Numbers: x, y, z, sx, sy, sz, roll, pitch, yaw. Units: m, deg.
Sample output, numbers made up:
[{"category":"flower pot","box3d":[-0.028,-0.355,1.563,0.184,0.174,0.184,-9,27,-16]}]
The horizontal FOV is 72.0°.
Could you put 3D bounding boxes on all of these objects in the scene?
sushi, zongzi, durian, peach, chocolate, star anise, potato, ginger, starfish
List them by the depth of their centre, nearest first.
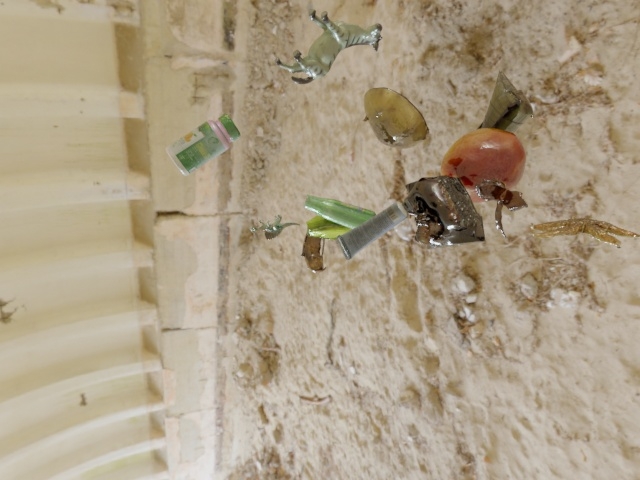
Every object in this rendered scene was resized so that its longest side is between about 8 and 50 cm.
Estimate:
[{"category":"star anise","box3d":[0.481,-0.095,1.214,0.141,0.158,0.144,33,120,17]},{"category":"sushi","box3d":[0.385,-0.093,1.437,0.216,0.213,0.226,-10,84,39]},{"category":"starfish","box3d":[0.883,-0.040,1.474,0.303,0.299,0.060,19,115,52]},{"category":"potato","box3d":[0.260,-0.430,1.648,0.239,0.299,0.115,20,74,49]},{"category":"peach","box3d":[0.623,-0.286,1.711,0.308,0.333,0.307,34,140,35]},{"category":"chocolate","box3d":[0.075,-0.115,1.782,0.110,0.292,0.110,-161,90,-81]},{"category":"durian","box3d":[0.060,-0.066,1.907,0.139,0.251,0.101,115,145,-60]},{"category":"zongzi","box3d":[0.772,-0.571,1.948,0.286,0.139,0.299,-54,38,45]},{"category":"ginger","box3d":[-0.014,0.002,2.084,0.107,0.133,0.308,41,-122,-69]}]

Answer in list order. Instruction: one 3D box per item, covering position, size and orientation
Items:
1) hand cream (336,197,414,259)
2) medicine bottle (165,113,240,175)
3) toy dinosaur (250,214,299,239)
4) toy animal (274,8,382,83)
[{"category":"hand cream","box3d":[0.159,-0.041,1.306,0.256,0.055,0.088,-34,68,21]},{"category":"medicine bottle","box3d":[-0.449,-0.377,1.712,0.133,0.274,0.133,55,173,10]},{"category":"toy dinosaur","box3d":[-0.173,-0.045,1.675,0.044,0.187,0.106,45,108,38]},{"category":"toy animal","box3d":[0.024,-0.429,0.984,0.217,0.176,0.073,-42,54,26]}]
